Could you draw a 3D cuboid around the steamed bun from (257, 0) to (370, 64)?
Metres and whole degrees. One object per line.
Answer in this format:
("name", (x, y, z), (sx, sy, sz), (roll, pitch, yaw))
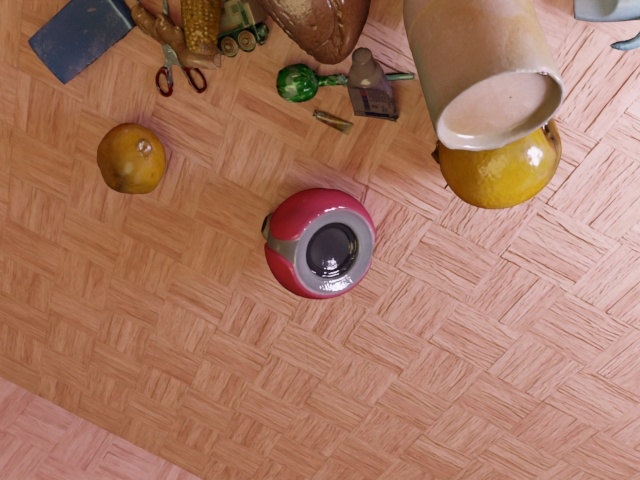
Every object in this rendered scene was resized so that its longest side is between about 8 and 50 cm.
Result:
("steamed bun", (-0.009, -0.529, 1.287), (0.199, 0.251, 0.301), (-38, 111, 26))

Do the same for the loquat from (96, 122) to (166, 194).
("loquat", (-0.513, -0.219, 1.749), (0.234, 0.176, 0.187), (-29, 72, 54))

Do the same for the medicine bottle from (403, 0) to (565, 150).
("medicine bottle", (0.281, -0.399, 1.209), (0.235, 0.406, 0.236), (-8, 155, -4))

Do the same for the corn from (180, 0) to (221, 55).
("corn", (-0.261, -0.538, 1.408), (0.097, 0.097, 0.262), (0, 93, 20))

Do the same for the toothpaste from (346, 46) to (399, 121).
("toothpaste", (0.111, -0.334, 1.421), (0.099, 0.068, 0.282), (41, 177, 18))

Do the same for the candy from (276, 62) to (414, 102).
("candy", (0.055, -0.373, 1.492), (0.323, 0.097, 0.097), (-1, 126, 11))

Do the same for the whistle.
("whistle", (0.619, -0.456, 1.200), (0.274, 0.093, 0.186), (-1, 100, 24))

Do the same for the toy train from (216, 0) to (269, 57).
("toy train", (-0.211, -0.490, 1.490), (0.194, 0.081, 0.125), (-7, 114, 30))

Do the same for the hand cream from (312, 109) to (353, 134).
("hand cream", (0.029, -0.294, 1.588), (0.102, 0.022, 0.035), (24, 126, -5))

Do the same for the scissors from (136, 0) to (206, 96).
("scissors", (-0.378, -0.478, 1.599), (0.144, 0.017, 0.248), (-1, 124, 21))

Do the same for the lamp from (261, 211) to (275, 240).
("lamp", (-0.082, -0.022, 1.807), (0.163, 0.091, 0.091), (18, 132, -13))

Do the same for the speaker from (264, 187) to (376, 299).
("speaker", (0.000, 0.000, 1.659), (0.294, 0.294, 0.294), (10, 129, 13))

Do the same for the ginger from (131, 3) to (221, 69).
("ginger", (-0.342, -0.473, 1.500), (0.288, 0.075, 0.089), (37, 136, 24))

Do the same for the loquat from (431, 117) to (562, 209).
("loquat", (0.371, -0.196, 1.384), (0.274, 0.275, 0.275), (10, 129, 13))

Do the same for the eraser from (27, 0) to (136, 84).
("eraser", (-0.606, -0.524, 1.628), (0.312, 0.043, 0.144), (-23, 116, 33))
